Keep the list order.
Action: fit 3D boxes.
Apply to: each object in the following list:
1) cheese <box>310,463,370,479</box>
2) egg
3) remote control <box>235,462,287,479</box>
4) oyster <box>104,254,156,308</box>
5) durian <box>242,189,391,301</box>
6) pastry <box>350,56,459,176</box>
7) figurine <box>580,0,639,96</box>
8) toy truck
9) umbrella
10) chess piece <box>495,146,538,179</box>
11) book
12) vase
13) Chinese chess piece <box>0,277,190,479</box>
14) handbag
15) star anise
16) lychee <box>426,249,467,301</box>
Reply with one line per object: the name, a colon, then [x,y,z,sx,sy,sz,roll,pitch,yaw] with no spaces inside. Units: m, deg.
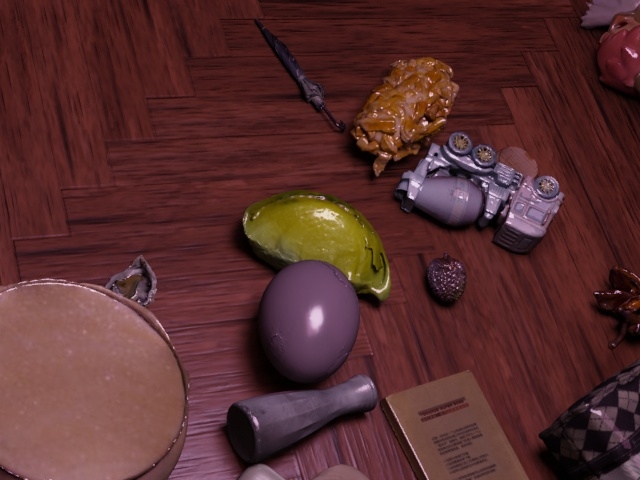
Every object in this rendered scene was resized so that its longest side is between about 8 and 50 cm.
cheese: [0.011,0.491,1.498,0.328,0.129,0.351,-27,75,-36]
egg: [-0.017,0.116,1.743,0.146,0.146,0.199,13,48,-12]
remote control: [-0.138,0.410,1.570,0.090,0.038,0.309,36,52,6]
oyster: [-0.277,0.078,1.753,0.100,0.037,0.098,-32,52,-13]
durian: [0.000,0.000,1.864,0.250,0.101,0.139,18,87,-7]
pastry: [0.147,-0.211,2.039,0.154,0.102,0.250,17,44,14]
figurine: [0.597,-0.383,2.299,0.207,0.166,0.387,7,51,5]
toy truck: [0.258,-0.070,2.003,0.256,0.108,0.140,27,65,1]
umbrella: [-0.040,-0.288,2.077,0.269,0.044,0.044,52,28,18]
chess piece: [0.334,-0.123,2.104,0.083,0.038,0.084,10,53,-13]
book: [0.203,0.309,1.772,0.161,0.026,0.231,-13,63,-28]
vase: [-0.020,0.239,1.706,0.214,0.086,0.086,-14,63,-32]
Chinese chess piece: [-0.332,0.208,1.547,0.338,0.140,0.338,14,48,-16]
handbag: [0.558,0.364,1.782,0.316,0.180,0.416,-26,76,-35]
star anise: [0.506,0.109,1.975,0.233,0.073,0.177,3,38,-34]
lychee: [0.200,0.057,1.914,0.067,0.068,0.083,14,68,-35]
